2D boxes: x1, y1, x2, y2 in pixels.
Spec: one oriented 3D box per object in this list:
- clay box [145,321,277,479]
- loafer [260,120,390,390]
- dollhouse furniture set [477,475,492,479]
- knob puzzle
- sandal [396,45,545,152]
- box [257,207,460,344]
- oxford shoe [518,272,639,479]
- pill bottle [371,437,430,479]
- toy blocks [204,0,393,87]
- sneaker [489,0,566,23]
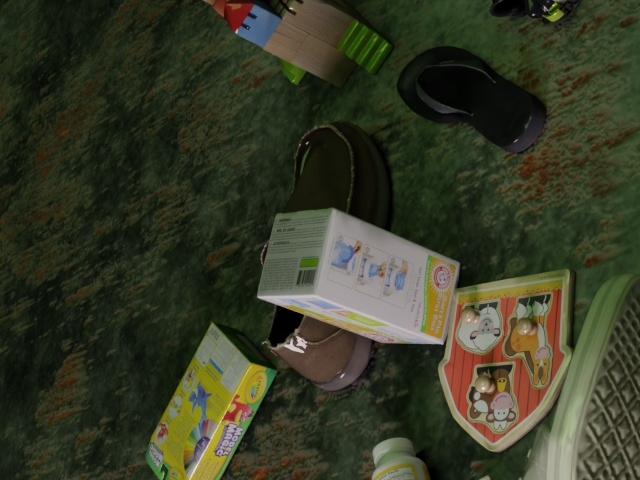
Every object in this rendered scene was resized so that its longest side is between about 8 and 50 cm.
[{"bbox_3d":[-0.154,0.238,1.764,0.127,0.053,0.222,40,105,52],"label":"clay box"},{"bbox_3d":[0.000,0.000,1.628,0.134,0.130,0.365,-26,53,42],"label":"loafer"},{"bbox_3d":[0.145,0.305,1.336,0.091,0.081,0.114,-38,46,34],"label":"dollhouse furniture set"},{"bbox_3d":[0.194,0.132,1.406,0.213,0.030,0.213,-26,54,41],"label":"knob puzzle"},{"bbox_3d":[0.174,-0.183,1.567,0.254,0.054,0.097,31,97,53],"label":"sandal"},{"bbox_3d":[0.047,0.045,1.488,0.114,0.203,0.103,-4,68,52],"label":"box"},{"bbox_3d":[0.234,0.246,1.196,0.130,0.169,0.449,5,82,54],"label":"oxford shoe"},{"bbox_3d":[0.093,0.279,1.428,0.065,0.065,0.116,-42,43,31],"label":"pill bottle"},{"bbox_3d":[-0.095,-0.366,1.821,0.190,0.261,0.381,-55,39,17],"label":"toy blocks"},{"bbox_3d":[0.217,-0.323,1.561,0.235,0.084,0.097,39,105,52],"label":"sneaker"}]
